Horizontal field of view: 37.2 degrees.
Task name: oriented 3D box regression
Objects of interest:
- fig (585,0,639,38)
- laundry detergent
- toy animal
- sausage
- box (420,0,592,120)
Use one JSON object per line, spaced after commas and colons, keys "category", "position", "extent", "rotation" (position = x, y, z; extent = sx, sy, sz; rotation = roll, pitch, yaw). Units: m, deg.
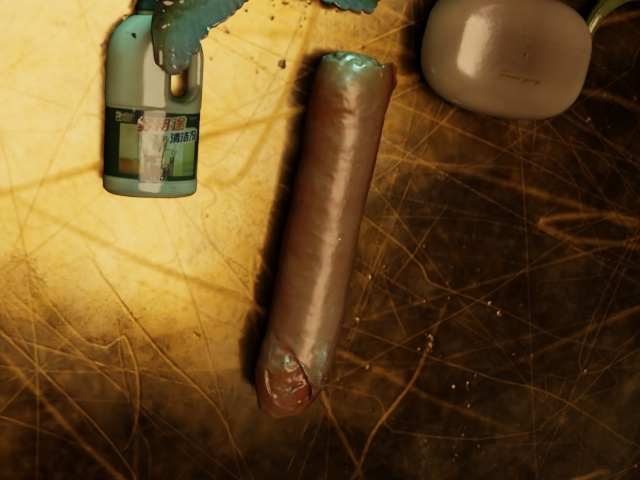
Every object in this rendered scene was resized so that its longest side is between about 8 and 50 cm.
{"category": "fig", "position": [0.376, -0.297, 1.106], "extent": [0.245, 0.149, 0.149], "rotation": [-40, 113, 16]}
{"category": "laundry detergent", "position": [-0.170, -0.158, 0.975], "extent": [0.099, 0.070, 0.225], "rotation": [3, 102, -10]}
{"category": "toy animal", "position": [-0.040, -0.299, 0.941], "extent": [0.273, 0.160, 0.197], "rotation": [-18, 88, -39]}
{"category": "sausage", "position": [0.000, 0.000, 1.057], "extent": [0.094, 0.094, 0.418], "rotation": [4, 102, -41]}
{"category": "box", "position": [0.210, -0.212, 1.072], "extent": [0.200, 0.088, 0.146], "rotation": [9, 102, -20]}
